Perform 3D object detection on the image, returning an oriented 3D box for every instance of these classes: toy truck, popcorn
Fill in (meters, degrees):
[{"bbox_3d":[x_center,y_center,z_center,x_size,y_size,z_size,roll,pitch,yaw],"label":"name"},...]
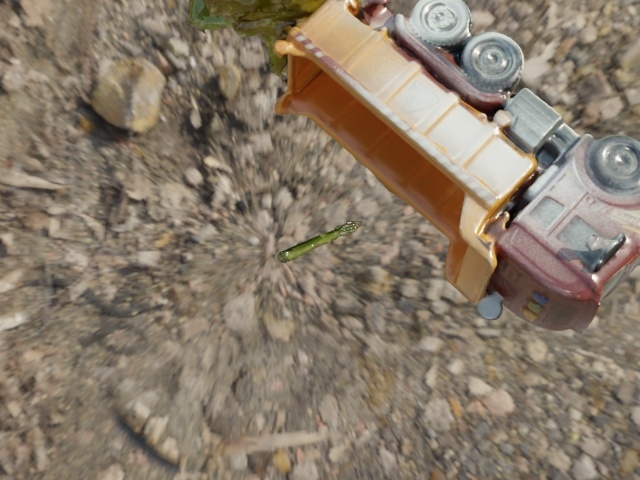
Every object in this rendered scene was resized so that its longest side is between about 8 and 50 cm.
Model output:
[{"bbox_3d":[0.098,-0.058,0.869,0.270,0.114,0.135,41,75,13],"label":"toy truck"},{"bbox_3d":[-0.074,-0.392,1.723,0.321,0.325,0.290,32,60,-14],"label":"popcorn"}]

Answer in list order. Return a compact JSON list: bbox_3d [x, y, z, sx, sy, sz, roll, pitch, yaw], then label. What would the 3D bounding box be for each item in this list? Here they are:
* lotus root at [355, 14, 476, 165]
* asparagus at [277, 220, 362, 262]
[{"bbox_3d":[0.092,-0.157,1.428,0.193,0.291,0.193,1,93,26],"label":"lotus root"},{"bbox_3d":[0.000,0.000,1.260,0.015,0.114,0.014,9,114,40],"label":"asparagus"}]
